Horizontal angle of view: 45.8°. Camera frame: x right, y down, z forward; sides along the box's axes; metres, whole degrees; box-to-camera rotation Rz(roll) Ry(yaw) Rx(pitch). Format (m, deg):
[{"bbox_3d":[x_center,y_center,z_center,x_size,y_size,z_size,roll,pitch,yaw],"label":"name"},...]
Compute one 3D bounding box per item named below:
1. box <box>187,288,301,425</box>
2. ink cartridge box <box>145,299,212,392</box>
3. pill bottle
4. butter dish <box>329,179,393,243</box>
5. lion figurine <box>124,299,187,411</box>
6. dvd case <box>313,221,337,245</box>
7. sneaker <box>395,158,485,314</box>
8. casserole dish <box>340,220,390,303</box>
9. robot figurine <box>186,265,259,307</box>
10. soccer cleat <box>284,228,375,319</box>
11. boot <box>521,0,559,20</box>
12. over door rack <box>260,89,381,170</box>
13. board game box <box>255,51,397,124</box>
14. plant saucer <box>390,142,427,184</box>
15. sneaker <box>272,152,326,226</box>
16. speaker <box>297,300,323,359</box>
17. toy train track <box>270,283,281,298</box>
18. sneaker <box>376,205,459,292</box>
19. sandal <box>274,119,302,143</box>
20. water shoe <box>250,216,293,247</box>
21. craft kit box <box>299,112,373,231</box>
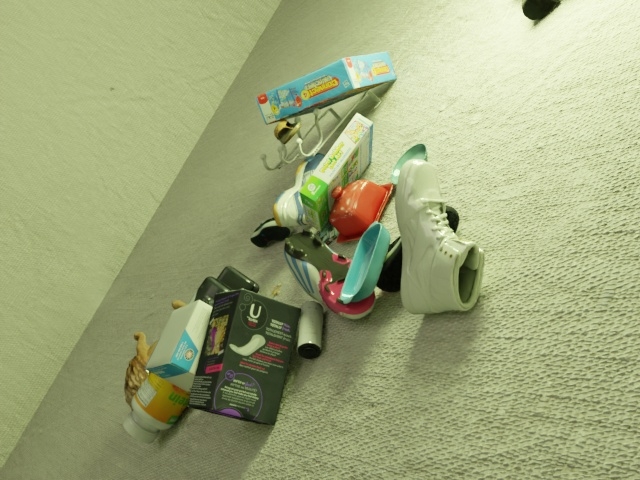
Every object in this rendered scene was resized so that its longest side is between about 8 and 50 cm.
[{"bbox_3d":[-0.171,0.263,1.709,0.143,0.165,0.271,-13,59,57],"label":"box"},{"bbox_3d":[-0.265,0.284,1.841,0.168,0.232,0.171,-24,38,54],"label":"ink cartridge box"},{"bbox_3d":[-0.430,0.430,2.081,0.246,0.136,0.136,-54,23,3],"label":"pill bottle"},{"bbox_3d":[0.076,-0.089,1.839,0.159,0.118,0.160,-12,47,57],"label":"butter dish"},{"bbox_3d":[-0.439,0.321,2.251,0.392,0.142,0.240,-44,32,13],"label":"lion figurine"},{"bbox_3d":[0.000,0.000,1.999,0.119,0.013,0.087,-44,25,25],"label":"dvd case"},{"bbox_3d":[0.227,-0.013,1.378,0.169,0.108,0.293,-8,85,55],"label":"sneaker"},{"bbox_3d":[0.096,0.051,1.554,0.114,0.037,0.189,-35,32,64],"label":"casserole dish"},{"bbox_3d":[-0.286,0.207,2.057,0.278,0.209,0.173,-56,36,-4],"label":"robot figurine"},{"bbox_3d":[0.028,0.097,1.718,0.116,0.143,0.331,-27,40,-16],"label":"soccer cleat"},{"bbox_3d":[0.537,-0.647,1.752,0.263,0.091,0.229,-41,27,33],"label":"boot"},{"bbox_3d":[-0.014,-0.340,2.243,0.324,0.108,0.239,-40,15,-28],"label":"over door rack"},{"bbox_3d":[0.022,-0.440,2.181,0.301,0.086,0.308,-16,8,32],"label":"board game box"},{"bbox_3d":[0.217,-0.178,1.814,0.119,0.021,0.119,-42,27,26],"label":"plant saucer"},{"bbox_3d":[-0.015,-0.135,2.132,0.130,0.112,0.297,5,45,27],"label":"sneaker"},{"bbox_3d":[-0.022,0.202,1.712,0.055,0.055,0.136,-41,27,29],"label":"speaker"},{"bbox_3d":[-0.133,0.150,2.047,0.083,0.014,0.048,-60,23,-11],"label":"toy train track"},{"bbox_3d":[0.182,0.003,1.554,0.235,0.084,0.097,-46,23,20],"label":"sneaker"},{"bbox_3d":[-0.105,-0.315,2.140,0.072,0.049,0.180,-53,23,-1],"label":"sandal"},{"bbox_3d":[-0.143,-0.041,2.254,0.203,0.073,0.080,-20,38,52],"label":"water shoe"},{"bbox_3d":[0.044,-0.164,1.909,0.247,0.060,0.250,-57,-11,-12],"label":"craft kit box"}]
